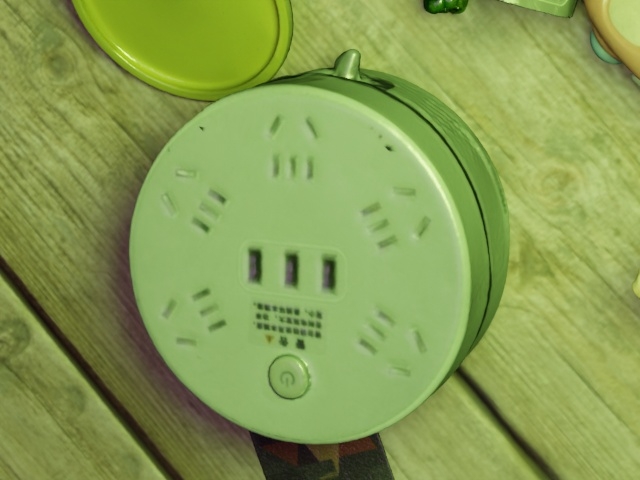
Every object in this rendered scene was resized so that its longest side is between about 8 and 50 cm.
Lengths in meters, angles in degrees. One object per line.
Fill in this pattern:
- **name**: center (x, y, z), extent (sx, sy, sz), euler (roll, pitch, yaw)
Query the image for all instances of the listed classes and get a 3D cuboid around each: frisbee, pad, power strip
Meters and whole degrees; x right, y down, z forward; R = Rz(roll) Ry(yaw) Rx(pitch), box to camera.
- **frisbee**: center (-0.134, -0.230, 1.542), extent (0.236, 0.017, 0.236), euler (15, 137, 14)
- **pad**: center (-0.016, 0.173, 1.658), extent (0.143, 0.003, 0.211), euler (-17, 97, 24)
- **power strip**: center (0.000, 0.000, 1.518), extent (0.358, 0.161, 0.357), euler (5, 104, 20)

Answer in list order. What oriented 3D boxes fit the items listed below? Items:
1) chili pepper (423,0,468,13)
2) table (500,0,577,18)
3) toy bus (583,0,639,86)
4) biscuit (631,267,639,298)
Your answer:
- **chili pepper**: center (0.123, -0.293, 1.463), extent (0.073, 0.050, 0.182), euler (26, 109, 21)
- **table**: center (0.189, -0.311, 1.378), extent (0.126, 0.126, 0.220), euler (20, 104, 16)
- **toy bus**: center (0.344, -0.200, 1.336), extent (0.288, 0.194, 0.232), euler (42, 126, 6)
- **biscuit**: center (0.423, -0.021, 1.349), extent (0.309, 0.205, 0.040), euler (-41, 46, 36)
